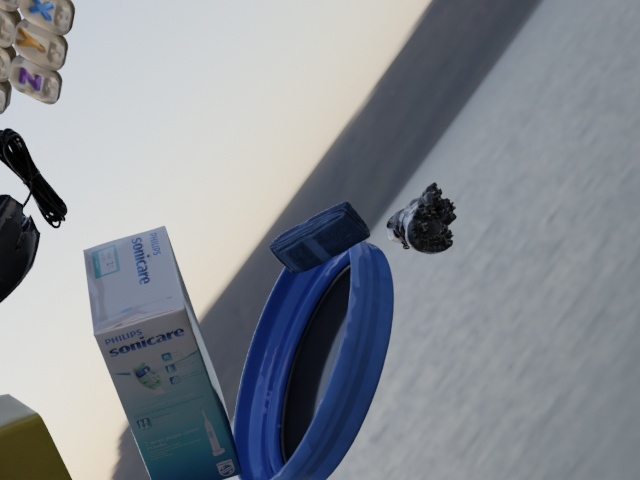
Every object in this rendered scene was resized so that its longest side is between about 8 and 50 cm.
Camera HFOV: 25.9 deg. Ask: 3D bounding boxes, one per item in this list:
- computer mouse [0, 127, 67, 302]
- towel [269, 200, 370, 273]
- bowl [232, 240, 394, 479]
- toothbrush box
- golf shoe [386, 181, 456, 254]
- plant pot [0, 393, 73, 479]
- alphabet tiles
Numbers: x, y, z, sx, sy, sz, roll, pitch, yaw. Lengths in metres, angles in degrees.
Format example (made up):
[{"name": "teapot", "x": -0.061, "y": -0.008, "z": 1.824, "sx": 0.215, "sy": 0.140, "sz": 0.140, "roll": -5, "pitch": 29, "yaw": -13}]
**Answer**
[{"name": "computer mouse", "x": -0.418, "y": -0.033, "z": 1.793, "sx": 0.060, "sy": 0.184, "sz": 0.262, "roll": -12, "pitch": 31, "yaw": 32}, {"name": "towel", "x": 0.000, "y": 0.000, "z": 1.779, "sx": 0.119, "sy": 0.067, "sz": 0.029, "roll": -29, "pitch": 38, "yaw": 20}, {"name": "bowl", "x": -0.012, "y": 0.170, "z": 1.954, "sx": 0.391, "sy": 0.077, "sz": 0.391, "roll": -56, "pitch": 22, "yaw": 37}, {"name": "toothbrush box", "x": -0.215, "y": 0.164, "z": 1.889, "sx": 0.126, "sy": 0.296, "sz": 0.216, "roll": -16, "pitch": 34, "yaw": -4}, {"name": "golf shoe", "x": 0.138, "y": -0.012, "z": 1.985, "sx": 0.094, "sy": 0.077, "sz": 0.198, "roll": -33, "pitch": 7, "yaw": 20}, {"name": "plant pot", "x": -0.448, "y": 0.322, "z": 1.859, "sx": 0.187, "sy": 0.212, "sz": 0.212, "roll": -30, "pitch": 20, "yaw": -25}, {"name": "alphabet tiles", "x": -0.435, "y": -0.288, "z": 1.722, "sx": 0.021, "sy": 0.278, "sz": 0.284, "roll": -61, "pitch": -6, "yaw": -46}]
